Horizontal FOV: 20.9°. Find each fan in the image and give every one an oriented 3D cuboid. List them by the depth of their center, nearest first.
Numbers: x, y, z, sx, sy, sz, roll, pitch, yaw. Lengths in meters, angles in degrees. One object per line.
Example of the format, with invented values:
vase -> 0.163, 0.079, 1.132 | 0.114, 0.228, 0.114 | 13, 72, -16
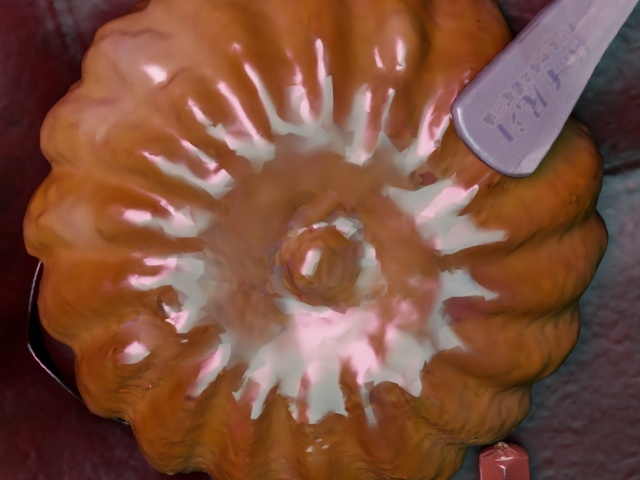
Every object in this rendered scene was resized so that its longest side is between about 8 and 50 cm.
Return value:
fan -> 0.169, -0.149, 0.899 | 0.057, 0.023, 0.282 | 42, 82, -13

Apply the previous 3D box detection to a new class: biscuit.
biscuit -> 0.000, 0.000, 0.944 | 0.325, 0.107, 0.326 | -1, 102, -3

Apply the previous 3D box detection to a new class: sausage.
sausage -> 0.114, 0.185, 1.026 | 0.030, 0.035, 0.147 | -7, 103, 5
